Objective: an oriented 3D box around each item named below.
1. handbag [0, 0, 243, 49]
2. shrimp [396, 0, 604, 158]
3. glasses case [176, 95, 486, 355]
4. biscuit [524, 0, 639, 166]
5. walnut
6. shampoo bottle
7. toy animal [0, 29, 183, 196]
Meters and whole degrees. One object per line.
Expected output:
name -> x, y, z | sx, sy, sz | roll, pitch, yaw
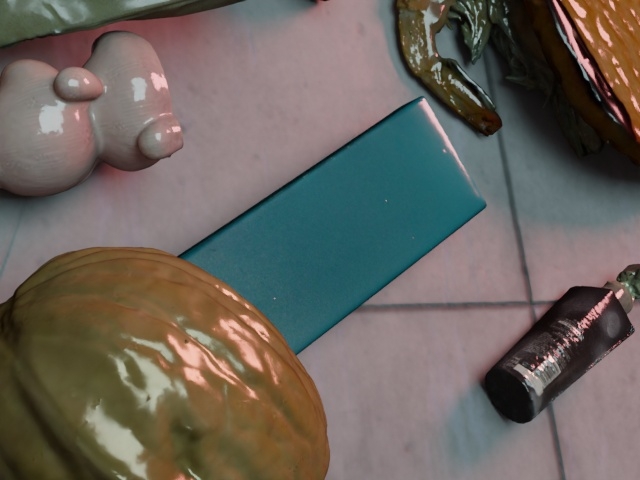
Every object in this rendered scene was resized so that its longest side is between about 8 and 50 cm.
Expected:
handbag -> -0.159, -0.299, 0.962 | 0.253, 0.109, 0.315 | -6, 66, -11
shrimp -> 0.167, -0.172, 1.165 | 0.173, 0.058, 0.253 | -30, 88, -26
glasses case -> 0.001, 0.002, 1.009 | 0.301, 0.070, 0.117 | -35, 98, -34
biscuit -> 0.307, -0.207, 1.219 | 0.318, 0.040, 0.317 | 20, 58, -36
walnut -> -0.115, 0.127, 0.817 | 0.261, 0.225, 0.225 | 42, 58, -17
shampoo bottle -> 0.232, 0.082, 1.104 | 0.208, 0.063, 0.057 | -36, 101, -33
toy animal -> -0.212, -0.081, 0.897 | 0.213, 0.124, 0.124 | -20, 83, -26
